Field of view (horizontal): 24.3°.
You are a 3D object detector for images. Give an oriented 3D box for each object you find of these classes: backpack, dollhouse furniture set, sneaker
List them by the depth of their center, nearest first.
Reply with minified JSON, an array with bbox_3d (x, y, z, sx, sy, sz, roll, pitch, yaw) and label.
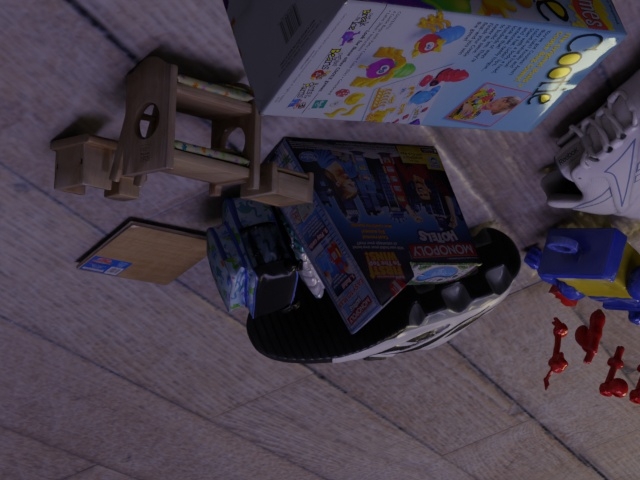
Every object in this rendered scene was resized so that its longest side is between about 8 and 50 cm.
[{"bbox_3d":[-0.125,-0.089,1.359,0.161,0.101,0.182,-7,167,41],"label":"dollhouse furniture set"},{"bbox_3d":[-0.073,0.011,1.522,0.084,0.114,0.105,-12,151,-11],"label":"backpack"},{"bbox_3d":[0.323,-0.102,1.570,0.129,0.111,0.297,-6,151,-12],"label":"sneaker"},{"bbox_3d":[0.000,0.000,1.627,0.076,0.065,0.166,-34,158,-5],"label":"sneaker"},{"bbox_3d":[0.076,0.094,1.770,0.331,0.122,0.146,-13,152,-9],"label":"sneaker"}]

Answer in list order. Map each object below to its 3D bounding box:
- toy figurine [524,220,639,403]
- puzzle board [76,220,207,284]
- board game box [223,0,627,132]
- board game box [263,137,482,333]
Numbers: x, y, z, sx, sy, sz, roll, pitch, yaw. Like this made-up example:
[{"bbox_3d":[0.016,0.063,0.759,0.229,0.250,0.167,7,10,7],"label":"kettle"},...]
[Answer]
[{"bbox_3d":[0.357,0.067,1.786,0.217,0.191,0.363,36,160,-33],"label":"toy figurine"},{"bbox_3d":[-0.181,0.013,1.574,0.096,0.011,0.128,-35,149,33],"label":"puzzle board"},{"bbox_3d":[0.081,-0.189,1.195,0.275,0.142,0.144,1,148,-34],"label":"board game box"},{"bbox_3d":[0.057,-0.004,1.485,0.194,0.194,0.060,1,148,-34],"label":"board game box"}]
